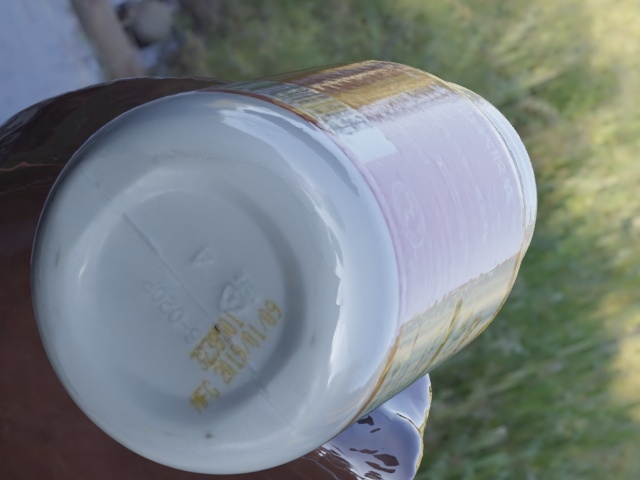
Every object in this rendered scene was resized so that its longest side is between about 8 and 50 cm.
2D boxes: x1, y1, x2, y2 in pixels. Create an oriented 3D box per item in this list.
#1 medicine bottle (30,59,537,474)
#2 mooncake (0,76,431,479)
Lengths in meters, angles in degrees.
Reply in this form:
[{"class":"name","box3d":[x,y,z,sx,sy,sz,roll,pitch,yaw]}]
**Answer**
[{"class":"medicine bottle","box3d":[0.000,0.000,0.753,0.131,0.131,0.250,69,23,0]},{"class":"mooncake","box3d":[-0.084,0.049,1.189,0.326,0.334,0.174,35,35,-3]}]
